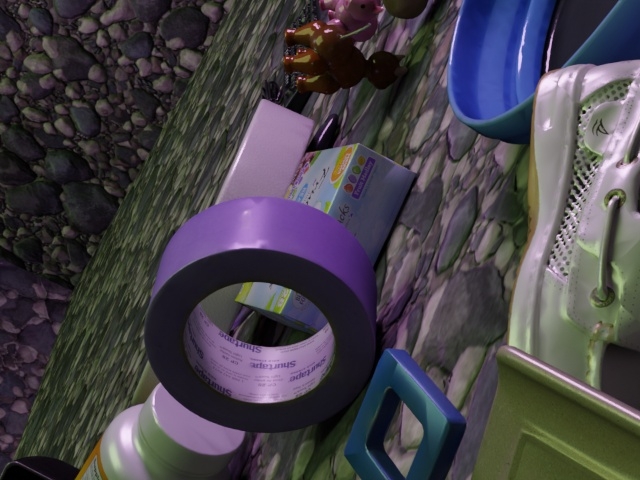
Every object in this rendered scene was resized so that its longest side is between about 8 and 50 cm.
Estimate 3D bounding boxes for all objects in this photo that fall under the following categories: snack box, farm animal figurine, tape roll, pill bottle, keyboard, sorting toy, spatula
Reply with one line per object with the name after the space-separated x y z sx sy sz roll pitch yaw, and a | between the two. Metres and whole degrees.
0.000 0.000 1.376 0.174 0.070 0.207 -65 15 -6 | snack box
0.055 -0.326 1.522 0.330 0.172 0.327 -78 -22 -47 | farm animal figurine
-0.114 0.025 1.656 0.392 0.072 0.392 -156 90 -85 | tape roll
-0.174 0.252 1.439 0.245 0.136 0.136 -56 16 33 | pill bottle
-0.041 -0.254 2.104 0.201 0.033 0.317 -60 13 21 | keyboard
-0.047 0.063 1.177 0.189 0.189 0.080 -57 14 30 | tape roll
0.114 0.159 0.550 0.348 0.047 0.196 27 109 56 | sorting toy
-0.036 -0.025 1.647 0.084 0.030 0.296 -36 31 65 | spatula

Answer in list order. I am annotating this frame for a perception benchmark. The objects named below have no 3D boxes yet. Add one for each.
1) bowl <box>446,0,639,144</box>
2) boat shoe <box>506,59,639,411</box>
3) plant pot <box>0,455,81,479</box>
0.216 -0.236 0.953 0.391 0.077 0.391 -58 15 25 | bowl
0.153 0.024 0.679 0.096 0.098 0.277 -14 58 32 | boat shoe
-0.305 0.360 1.686 0.187 0.188 0.167 -63 2 6 | plant pot
